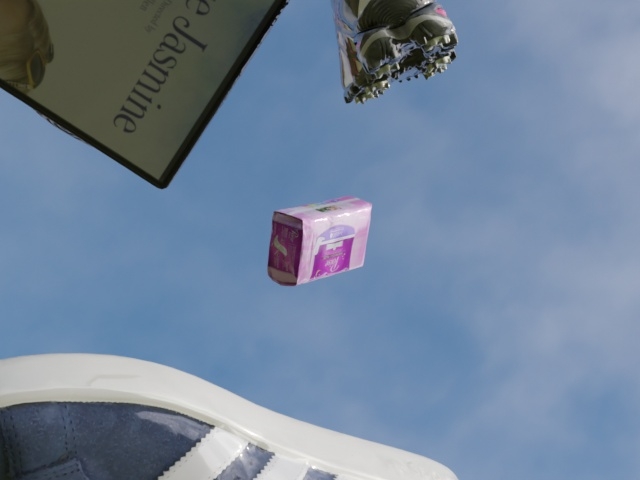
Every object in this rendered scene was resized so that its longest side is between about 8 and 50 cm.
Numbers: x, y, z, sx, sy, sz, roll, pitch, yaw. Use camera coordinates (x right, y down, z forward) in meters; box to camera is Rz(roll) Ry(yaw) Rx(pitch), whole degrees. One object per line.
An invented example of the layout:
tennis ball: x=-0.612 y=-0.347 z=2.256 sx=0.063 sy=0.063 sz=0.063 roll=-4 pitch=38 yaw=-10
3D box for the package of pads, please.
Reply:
package of pads: x=0.000 y=0.000 z=0.992 sx=0.032 sy=0.083 sz=0.050 roll=17 pitch=-71 yaw=34

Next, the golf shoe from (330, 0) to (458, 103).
golf shoe: x=0.058 y=-0.196 z=1.273 sx=0.105 sy=0.273 sz=0.120 roll=-22 pitch=-94 yaw=-5

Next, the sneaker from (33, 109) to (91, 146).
sneaker: x=-0.187 y=-0.129 z=0.990 sx=0.188 sy=0.071 sz=0.066 roll=33 pitch=-13 yaw=-18

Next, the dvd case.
dvd case: x=-0.155 y=-0.163 z=0.853 sx=0.253 sy=0.022 sz=0.180 roll=32 pitch=-61 yaw=-7

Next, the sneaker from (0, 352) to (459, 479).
sneaker: x=-0.050 y=0.158 z=0.649 sx=0.350 sy=0.148 sz=0.131 roll=16 pitch=-47 yaw=-33
